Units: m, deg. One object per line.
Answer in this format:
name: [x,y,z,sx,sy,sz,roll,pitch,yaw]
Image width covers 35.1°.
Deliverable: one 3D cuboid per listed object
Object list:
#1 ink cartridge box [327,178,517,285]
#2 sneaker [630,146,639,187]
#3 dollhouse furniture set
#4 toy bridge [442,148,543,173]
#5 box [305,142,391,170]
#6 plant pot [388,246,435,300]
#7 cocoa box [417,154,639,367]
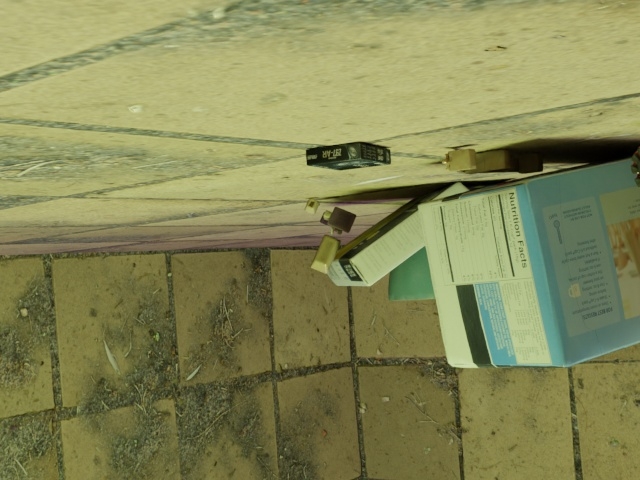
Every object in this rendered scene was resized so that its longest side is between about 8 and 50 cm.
ink cartridge box: [0.160,-0.028,1.770,0.307,0.072,0.303,-37,-178,-9]
sneaker: [0.434,-0.103,1.035,0.093,0.088,0.225,-28,-167,-36]
dollhouse furniture set: [0.000,0.000,1.769,0.091,0.114,0.081,22,165,7]
toy bridge: [0.204,-0.096,1.251,0.063,0.026,0.188,-5,179,40]
box: [0.032,-0.093,1.125,0.067,0.018,0.083,-5,177,27]
plant pot: [0.277,0.015,2.050,0.290,0.195,0.290,-3,178,0]
cocoa box: [0.345,0.018,1.324,0.347,0.231,0.228,-12,-179,-30]
